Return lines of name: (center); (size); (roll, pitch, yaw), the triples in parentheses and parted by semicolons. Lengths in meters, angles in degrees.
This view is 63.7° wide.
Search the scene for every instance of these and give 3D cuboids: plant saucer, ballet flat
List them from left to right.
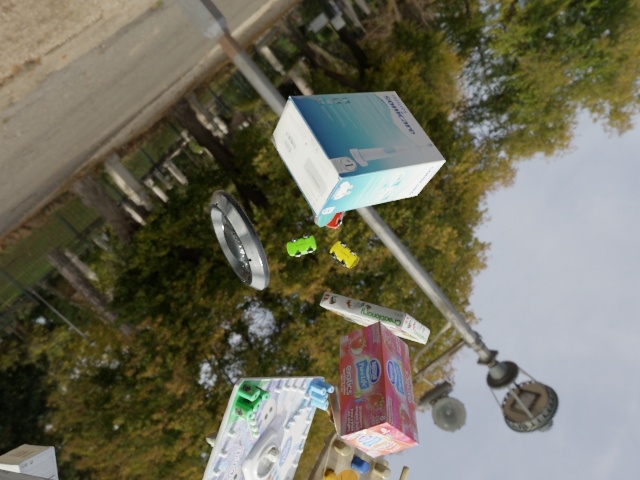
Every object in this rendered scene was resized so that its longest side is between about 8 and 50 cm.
ballet flat: (0.011, -0.102, 1.216); (0.074, 0.074, 0.203); (-48, 172, -22)
plant saucer: (0.052, 0.534, 1.651); (0.029, 0.168, 0.168); (-12, -161, -1)

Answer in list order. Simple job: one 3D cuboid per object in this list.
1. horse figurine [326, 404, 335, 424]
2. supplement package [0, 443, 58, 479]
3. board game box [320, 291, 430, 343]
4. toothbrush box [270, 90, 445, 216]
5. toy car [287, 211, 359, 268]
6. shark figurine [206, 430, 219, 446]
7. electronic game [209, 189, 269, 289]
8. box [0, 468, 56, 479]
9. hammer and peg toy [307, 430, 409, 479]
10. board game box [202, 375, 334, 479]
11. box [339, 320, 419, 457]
horse figurine: (0.111, 0.630, 1.767); (0.066, 0.263, 0.174); (-64, -162, -10)
supplement package: (-0.728, 0.615, 1.275); (0.105, 0.179, 0.105); (-5, -178, 20)
board game box: (0.172, 0.245, 1.645); (0.305, 0.193, 0.053); (11, -106, 38)
toothbrush box: (0.080, -0.192, 1.085); (0.296, 0.216, 0.126); (-16, 155, -35)
toy car: (0.000, 0.000, 1.712); (0.225, 0.239, 0.053); (-16, 168, 7)
shark figurine: (-0.258, 0.678, 1.820); (0.166, 0.278, 0.116); (142, -50, -71)
electronic game: (-0.171, 0.000, 1.086); (0.048, 0.229, 0.229); (-26, -169, -22)
box: (-0.465, 0.412, 0.748); (0.290, 0.169, 0.087); (148, -41, -65)
hammer and peg toy: (0.121, 0.812, 1.693); (0.127, 0.361, 0.266); (-10, -132, 62)
board game box: (-0.124, 0.512, 1.192); (0.050, 0.390, 0.389); (16, -95, 30)
box: (0.127, 0.331, 1.159); (0.123, 0.128, 0.256); (-29, -144, 27)
